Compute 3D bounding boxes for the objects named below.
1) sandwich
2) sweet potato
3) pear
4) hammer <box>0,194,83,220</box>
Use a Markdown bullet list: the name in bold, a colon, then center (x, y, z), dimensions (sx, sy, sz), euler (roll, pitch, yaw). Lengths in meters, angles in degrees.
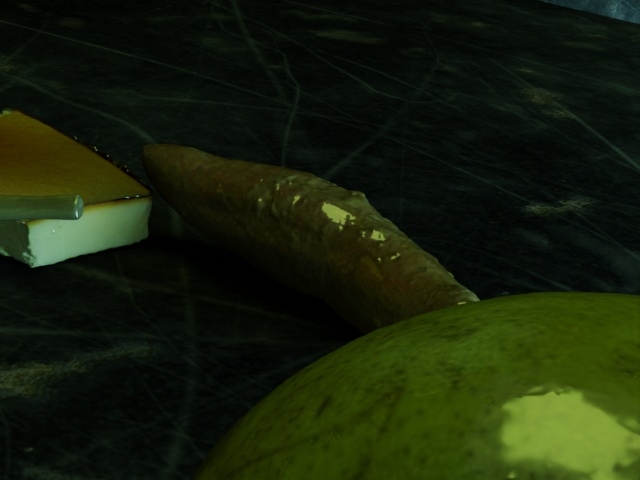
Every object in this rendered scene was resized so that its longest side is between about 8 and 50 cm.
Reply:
- **sandwich**: center (-0.254, -0.044, 1.081), dimensions (0.193, 0.058, 0.162), euler (30, 31, 36)
- **sweet potato**: center (0.003, 0.001, 1.029), dimensions (0.341, 0.092, 0.114), euler (30, 8, 34)
- **pear**: center (0.085, 0.143, 0.545), dimensions (0.307, 0.252, 0.253), euler (2, 22, 7)
- **hammer**: center (-0.270, -0.027, 0.988), dimensions (0.199, 0.013, 0.062), euler (0, 65, 10)
